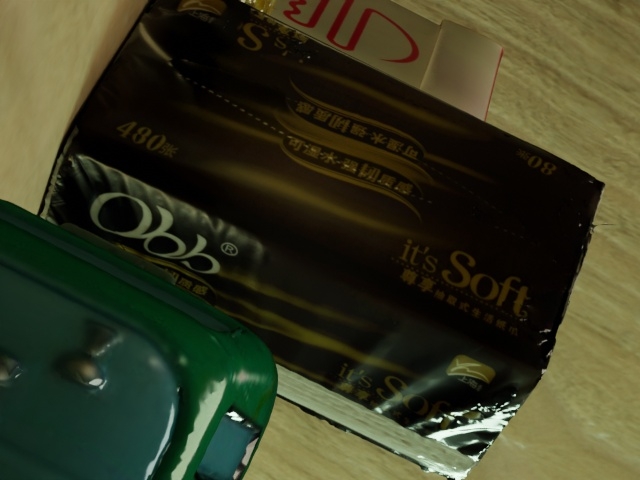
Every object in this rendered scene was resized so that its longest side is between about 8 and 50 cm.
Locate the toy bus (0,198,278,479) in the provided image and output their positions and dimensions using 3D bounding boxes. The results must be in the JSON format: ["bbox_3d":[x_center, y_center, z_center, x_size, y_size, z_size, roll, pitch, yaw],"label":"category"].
[{"bbox_3d":[-0.159,0.148,0.756,0.199,0.184,0.343,102,13,-83],"label":"toy bus"}]

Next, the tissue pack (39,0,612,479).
[{"bbox_3d":[0.000,0.000,1.400,0.198,0.370,0.210,116,-1,-46],"label":"tissue pack"}]

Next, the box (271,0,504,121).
[{"bbox_3d":[-0.011,-0.093,2.059,0.314,0.300,0.312,-64,-179,25],"label":"box"}]

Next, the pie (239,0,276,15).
[{"bbox_3d":[-0.066,-0.210,1.593,0.282,0.068,0.128,-64,170,-10],"label":"pie"}]
